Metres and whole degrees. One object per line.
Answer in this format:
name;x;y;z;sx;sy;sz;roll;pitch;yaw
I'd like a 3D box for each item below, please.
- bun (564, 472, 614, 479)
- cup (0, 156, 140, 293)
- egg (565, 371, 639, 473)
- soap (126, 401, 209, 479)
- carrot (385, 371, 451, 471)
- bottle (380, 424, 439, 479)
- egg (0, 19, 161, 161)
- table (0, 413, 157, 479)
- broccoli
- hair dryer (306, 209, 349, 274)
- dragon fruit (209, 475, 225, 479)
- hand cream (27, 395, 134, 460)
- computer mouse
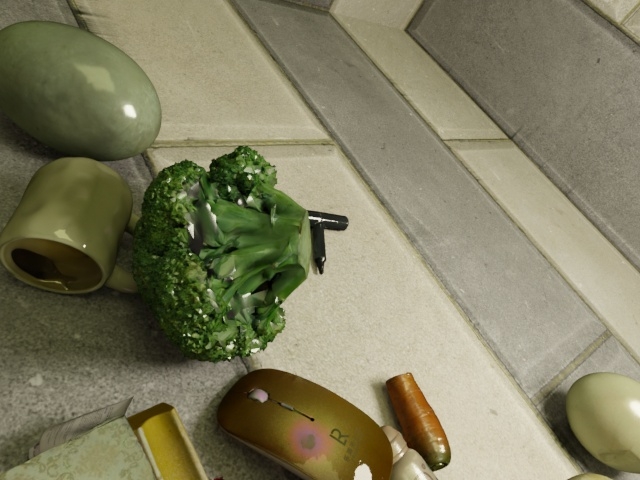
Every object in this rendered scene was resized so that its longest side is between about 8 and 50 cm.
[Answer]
bun;0.541;0.638;0.807;0.364;0.202;0.364;24;36;-19
cup;-0.400;-0.021;0.800;0.255;0.173;0.202;16;46;-21
egg;0.747;0.453;1.109;0.269;0.219;0.219;44;41;9
soap;-0.204;0.332;0.597;0.073;0.140;0.232;-11;48;-39
carrot;0.201;0.370;0.918;0.087;0.087;0.193;8;42;-29
bottle;0.164;0.440;0.813;0.209;0.097;0.110;52;25;18
egg;-0.508;-0.308;0.934;0.352;0.258;0.258;24;42;-11
table;-0.240;0.411;0.426;0.222;0.272;0.335;-18;64;-44
broccoli;-0.173;0.031;0.794;0.310;0.321;0.413;22;38;-7
hair dryer;0.014;0.005;1.163;0.173;0.050;0.194;4;54;-31
dragon fruit;-0.156;0.421;0.638;0.063;0.097;0.131;3;70;-28
hand cream;-0.332;0.271;0.616;0.084;0.142;0.053;-108;176;-70
computer mouse;-0.024;0.322;0.753;0.310;0.072;0.158;24;34;13
